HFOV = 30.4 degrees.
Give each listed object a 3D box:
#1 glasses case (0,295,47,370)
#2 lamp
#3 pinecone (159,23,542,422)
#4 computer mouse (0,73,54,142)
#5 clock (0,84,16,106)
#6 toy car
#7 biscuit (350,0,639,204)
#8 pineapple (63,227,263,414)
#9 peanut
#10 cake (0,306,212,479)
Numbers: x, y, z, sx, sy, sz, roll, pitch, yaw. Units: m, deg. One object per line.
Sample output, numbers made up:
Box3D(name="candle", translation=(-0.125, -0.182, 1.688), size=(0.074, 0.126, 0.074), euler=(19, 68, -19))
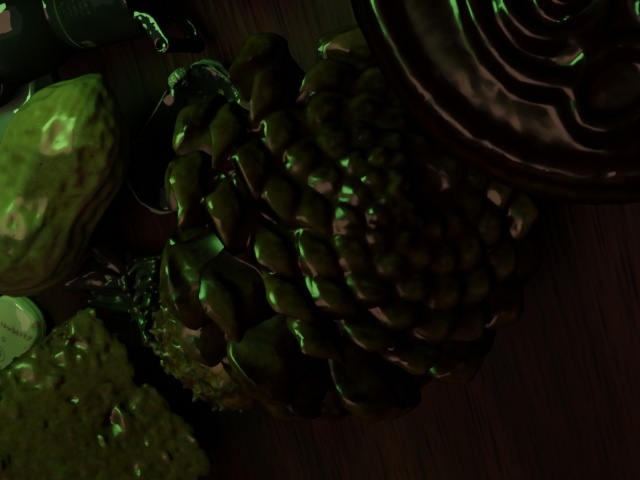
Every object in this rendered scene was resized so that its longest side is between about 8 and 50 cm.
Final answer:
Box3D(name="glasses case", translation=(-0.424, 0.153, 1.579), size=(0.081, 0.051, 0.204), euler=(39, 125, 13))
Box3D(name="lamp", translation=(-0.253, -0.264, 1.263), size=(0.227, 0.147, 0.172), euler=(-9, 93, 25))
Box3D(name="pinecone", translation=(0.000, 0.000, 1.101), size=(0.384, 0.384, 0.384), euler=(12, 116, 26))
Box3D(name="computer mouse", translation=(-0.372, -0.147, 1.407), size=(0.128, 0.079, 0.230), euler=(-5, 104, 34))
Box3D(name="clock", translation=(-0.490, -0.258, 1.408), size=(0.279, 0.049, 0.273), euler=(-19, 85, 36))
Box3D(name="toy car", translation=(-0.149, -0.111, 1.302), size=(0.095, 0.056, 0.205), euler=(46, 129, 6))
Box3D(name="biscuit", translation=(0.221, -0.230, 0.908), size=(0.407, 0.091, 0.407), euler=(0, 90, 10))
Box3D(name="pineapple", translation=(-0.169, 0.091, 1.358), size=(0.310, 0.141, 0.170), euler=(23, 145, 34))
Box3D(name="peanut", translation=(-0.307, -0.052, 1.310), size=(0.152, 0.152, 0.313), euler=(44, 119, 8))
Box3D(name="cake", translation=(-0.313, 0.267, 1.403), size=(0.282, 0.256, 0.290), euler=(52, 157, 1))
